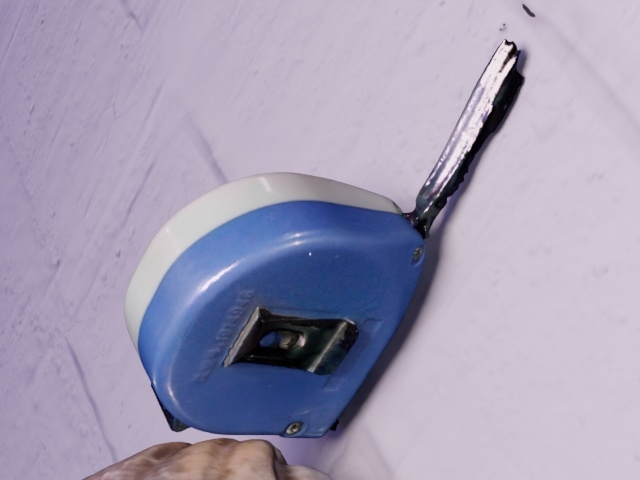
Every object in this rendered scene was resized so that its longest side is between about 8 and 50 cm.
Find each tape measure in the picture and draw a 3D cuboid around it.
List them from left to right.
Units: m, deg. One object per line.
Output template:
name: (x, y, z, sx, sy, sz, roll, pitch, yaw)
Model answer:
tape measure: (0.000, 0.000, 0.884, 0.351, 0.215, 0.098, -61, 42, 25)

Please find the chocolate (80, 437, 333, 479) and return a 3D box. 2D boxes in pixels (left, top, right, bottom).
chocolate: (-0.057, 0.266, 0.912, 0.303, 0.213, 0.303, 51, 160, 27)
